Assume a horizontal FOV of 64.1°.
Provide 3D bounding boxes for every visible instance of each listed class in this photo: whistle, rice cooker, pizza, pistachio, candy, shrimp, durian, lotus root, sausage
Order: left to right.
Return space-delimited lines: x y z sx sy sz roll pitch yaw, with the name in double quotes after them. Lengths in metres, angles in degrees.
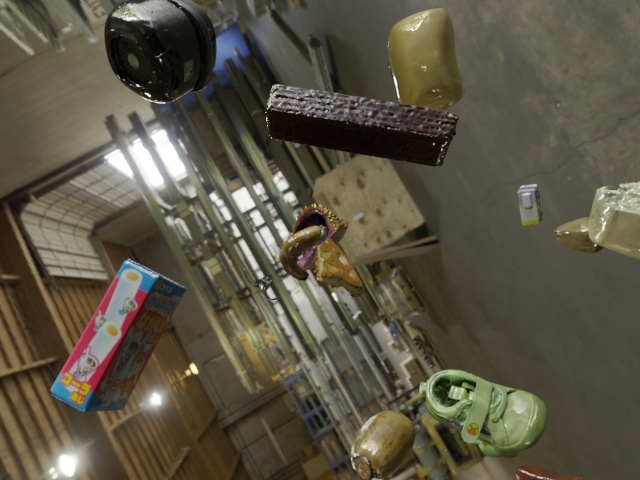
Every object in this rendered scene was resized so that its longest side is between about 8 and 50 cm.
-0.423 0.206 1.101 0.100 0.306 0.157 22 168 15 "candy"
-0.413 -0.498 1.329 0.267 0.224 0.267 22 135 24 "rice cooker"
-0.036 0.042 1.451 0.049 0.161 0.166 53 167 51 "shrimp"
0.000 -0.011 1.610 0.186 0.260 0.154 10 -131 -46 "durian"
0.035 0.081 1.337 0.182 0.062 0.161 51 -156 13 "pizza"
0.148 0.451 1.160 0.125 0.221 0.118 1 112 35 "lotus root"
0.569 0.635 1.600 0.227 0.085 0.105 20 167 -39 "whistle"
0.548 0.595 1.216 0.300 0.083 0.089 100 173 -72 "sausage"
0.777 -0.014 1.530 0.185 0.126 0.108 164 109 -80 "pistachio"

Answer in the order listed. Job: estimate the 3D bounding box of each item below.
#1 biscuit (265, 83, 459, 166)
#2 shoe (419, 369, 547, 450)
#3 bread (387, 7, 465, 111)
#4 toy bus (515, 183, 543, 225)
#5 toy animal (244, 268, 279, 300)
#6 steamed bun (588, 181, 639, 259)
0.081 -0.233 1.047 0.107 0.388 0.073 88 -167 -67 "biscuit"
0.332 0.359 1.081 0.262 0.140 0.128 5 159 42 "shoe"
0.399 -0.666 1.965 0.348 0.253 0.376 -80 -25 -77 "bread"
0.557 -0.095 1.362 0.058 0.052 0.102 -31 -69 -53 "toy bus"
-0.098 0.078 0.897 0.084 0.028 0.050 38 -172 20 "toy animal"
0.706 -0.063 1.111 0.225 0.170 0.200 18 147 10 "steamed bun"
